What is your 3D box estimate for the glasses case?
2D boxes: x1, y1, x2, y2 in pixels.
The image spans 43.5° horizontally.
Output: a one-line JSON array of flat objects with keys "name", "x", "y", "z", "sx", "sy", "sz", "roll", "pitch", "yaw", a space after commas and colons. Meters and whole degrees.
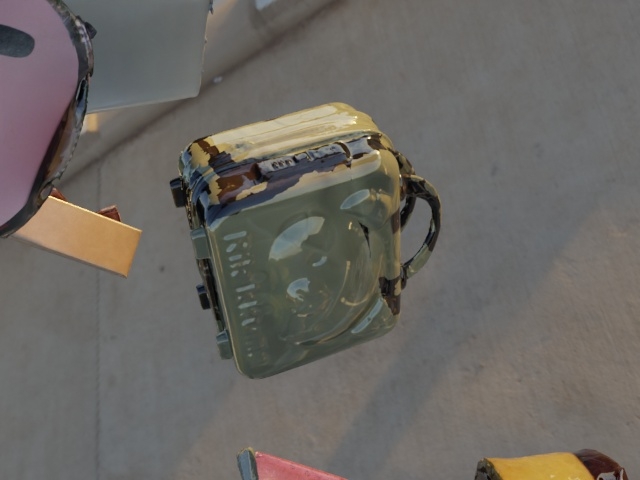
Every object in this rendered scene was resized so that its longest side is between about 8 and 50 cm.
[{"name": "glasses case", "x": -0.369, "y": -0.021, "z": 1.199, "sx": 0.070, "sy": 0.193, "sz": 0.103, "roll": -8, "pitch": 63, "yaw": 60}]

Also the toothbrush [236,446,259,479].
[{"name": "toothbrush", "x": -0.087, "y": 0.389, "z": 1.133, "sx": 0.030, "sy": 0.031, "sz": 0.297, "roll": -20, "pitch": 26, "yaw": -5}]

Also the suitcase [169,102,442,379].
[{"name": "suitcase", "x": 0.000, "y": 0.000, "z": 1.058, "sx": 0.339, "sy": 0.352, "sz": 0.194, "roll": -17, "pitch": 43, "yaw": -13}]

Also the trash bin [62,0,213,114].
[{"name": "trash bin", "x": -0.334, "y": -0.255, "z": 0.958, "sx": 0.256, "sy": 0.367, "sz": 0.296, "roll": 59, "pitch": 147, "yaw": 40}]

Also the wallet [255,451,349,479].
[{"name": "wallet", "x": -0.031, "y": 0.462, "z": 1.421, "sx": 0.232, "sy": 0.025, "sz": 0.119, "roll": 12, "pitch": 66, "yaw": 18}]

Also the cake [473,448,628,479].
[{"name": "cake", "x": 0.166, "y": 0.281, "z": 0.701, "sx": 0.185, "sy": 0.178, "sz": 0.208, "roll": -109, "pitch": 22, "yaw": -69}]

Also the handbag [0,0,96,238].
[{"name": "handbag", "x": -0.230, "y": -0.089, "z": 0.435, "sx": 0.116, "sy": 0.179, "sz": 0.205, "roll": 53, "pitch": 125, "yaw": 37}]
